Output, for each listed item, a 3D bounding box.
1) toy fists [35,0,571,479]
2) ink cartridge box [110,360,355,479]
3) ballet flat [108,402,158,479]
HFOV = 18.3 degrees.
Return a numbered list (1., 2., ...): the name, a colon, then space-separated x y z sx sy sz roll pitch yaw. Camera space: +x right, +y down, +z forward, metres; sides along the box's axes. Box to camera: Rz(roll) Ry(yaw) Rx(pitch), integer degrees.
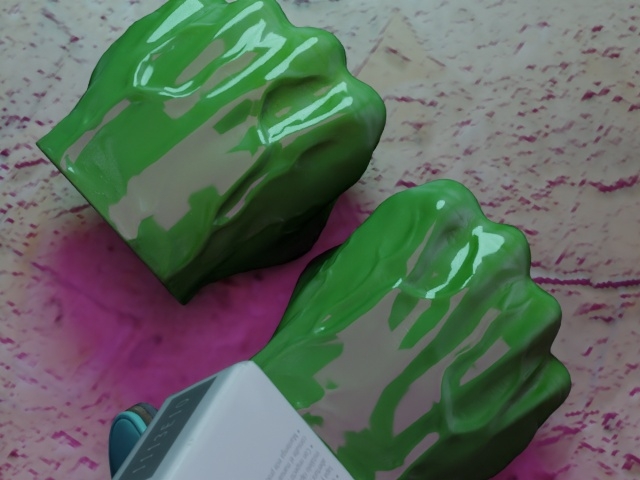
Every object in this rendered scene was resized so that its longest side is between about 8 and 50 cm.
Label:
1. toy fists: 0.000 0.000 0.957 0.142 0.096 0.279 -42 80 -4
2. ink cartridge box: -0.024 0.221 0.808 0.239 0.060 0.275 51 39 -15
3. ballet flat: -0.044 0.170 0.918 0.074 0.074 0.203 -14 67 -7
